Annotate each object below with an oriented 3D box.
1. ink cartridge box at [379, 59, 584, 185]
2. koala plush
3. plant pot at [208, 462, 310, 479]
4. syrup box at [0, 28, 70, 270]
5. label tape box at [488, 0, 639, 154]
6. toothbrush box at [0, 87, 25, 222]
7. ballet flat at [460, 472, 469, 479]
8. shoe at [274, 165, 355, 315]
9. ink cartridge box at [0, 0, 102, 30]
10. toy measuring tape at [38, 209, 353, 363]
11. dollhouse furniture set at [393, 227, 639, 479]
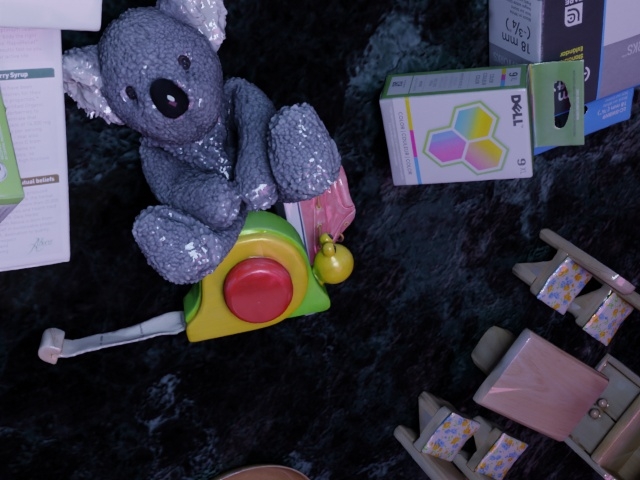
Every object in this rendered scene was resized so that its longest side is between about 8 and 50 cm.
[{"bbox_3d":[0.175,-0.125,0.957,0.209,0.062,0.109,-2,127,15],"label":"ink cartridge box"},{"bbox_3d":[-0.121,-0.115,0.807,0.196,0.203,0.221,-36,110,7],"label":"koala plush"},{"bbox_3d":[-0.112,0.383,1.179,0.236,0.032,0.236,-15,124,-24],"label":"plant pot"},{"bbox_3d":[-0.270,-0.100,0.752,0.096,0.093,0.237,-8,121,-27],"label":"syrup box"},{"bbox_3d":[0.316,-0.238,1.023,0.240,0.106,0.334,-21,126,-19],"label":"label tape box"},{"bbox_3d":[-0.369,-0.036,0.571,0.283,0.122,0.206,-8,165,-40],"label":"toothbrush box"},{"bbox_3d":[0.214,0.461,1.400,0.073,0.080,0.232,-11,125,-44],"label":"ballet flat"},{"bbox_3d":[0.000,0.000,0.996,0.081,0.063,0.178,-18,121,-15],"label":"shoe"},{"bbox_3d":[-0.335,-0.220,0.565,0.353,0.207,0.119,-4,119,-28],"label":"ink cartridge box"},{"bbox_3d":[-0.129,0.039,0.901,0.330,0.121,0.121,-11,124,-4],"label":"toy measuring tape"},{"bbox_3d":[0.384,0.252,1.258,0.394,0.256,0.362,29,99,-40],"label":"dollhouse furniture set"}]
